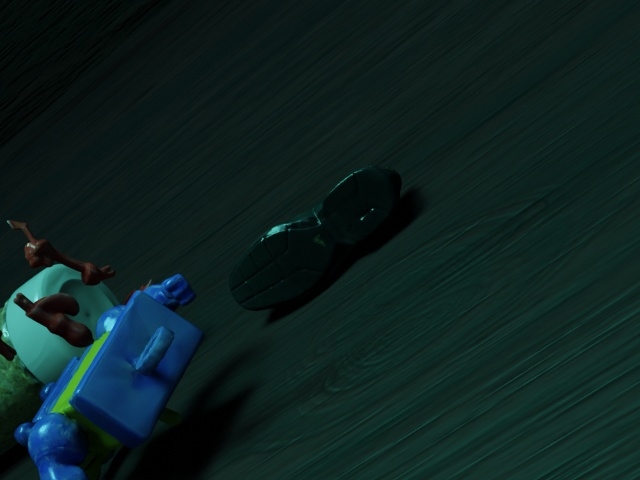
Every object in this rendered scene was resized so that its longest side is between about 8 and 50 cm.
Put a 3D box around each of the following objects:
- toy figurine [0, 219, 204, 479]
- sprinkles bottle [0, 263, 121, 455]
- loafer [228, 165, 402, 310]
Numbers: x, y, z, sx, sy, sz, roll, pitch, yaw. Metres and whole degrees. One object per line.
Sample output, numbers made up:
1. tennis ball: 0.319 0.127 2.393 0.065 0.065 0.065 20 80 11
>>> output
1. toy figurine: -0.197 0.116 1.166 0.217 0.191 0.362 -30 24 48
2. sprinkles bottle: -0.341 0.161 1.506 0.355 0.121 0.121 -35 21 27
3. loafer: 0.000 0.000 1.251 0.170 0.062 0.061 -34 -1 20
